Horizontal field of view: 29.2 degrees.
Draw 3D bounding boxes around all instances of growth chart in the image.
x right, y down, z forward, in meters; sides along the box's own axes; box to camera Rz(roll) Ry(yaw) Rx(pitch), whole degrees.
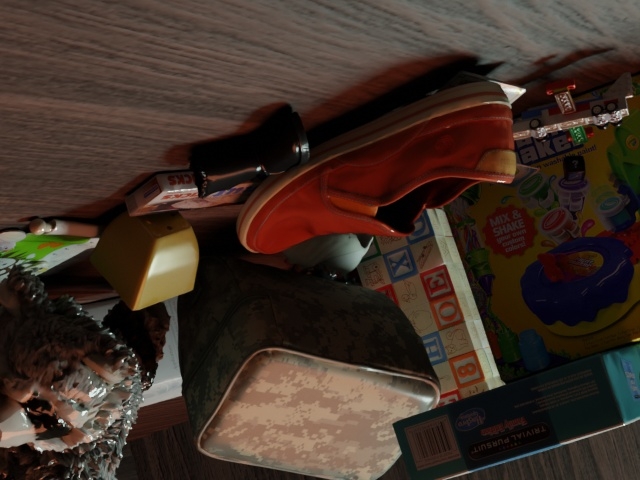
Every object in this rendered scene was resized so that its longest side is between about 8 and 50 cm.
[{"bbox_3d":[-0.318,0.025,1.281,0.237,0.021,0.172,-25,166,33],"label":"growth chart"}]

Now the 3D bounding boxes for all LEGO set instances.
[{"bbox_3d":[0.196,-0.119,1.254,0.244,0.060,0.182,10,153,-24],"label":"LEGO set"}]

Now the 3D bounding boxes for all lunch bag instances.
[{"bbox_3d":[-0.026,0.144,1.572,0.305,0.256,0.212,15,124,-29],"label":"lunch bag"}]

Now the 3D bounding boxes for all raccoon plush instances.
[{"bbox_3d":[-0.270,0.096,1.368,0.216,0.446,0.299,22,126,-7],"label":"raccoon plush"}]

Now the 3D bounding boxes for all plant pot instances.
[{"bbox_3d":[-0.171,0.005,1.242,0.081,0.081,0.083,-20,145,-41],"label":"plant pot"}]

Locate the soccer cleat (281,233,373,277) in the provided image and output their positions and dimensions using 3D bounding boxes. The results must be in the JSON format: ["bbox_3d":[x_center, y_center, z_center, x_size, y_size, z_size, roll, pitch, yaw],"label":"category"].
[{"bbox_3d":[0.000,0.000,1.584,0.076,0.068,0.196,-50,153,14],"label":"soccer cleat"}]

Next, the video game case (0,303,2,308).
[{"bbox_3d":[-0.434,0.111,1.396,0.196,0.026,0.274,-16,169,-7],"label":"video game case"}]

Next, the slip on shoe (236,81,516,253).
[{"bbox_3d":[0.047,-0.046,1.191,0.331,0.101,0.123,-24,166,34],"label":"slip on shoe"}]

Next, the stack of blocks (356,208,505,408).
[{"bbox_3d":[0.135,0.120,1.753,0.171,0.297,0.087,-21,171,21],"label":"stack of blocks"}]

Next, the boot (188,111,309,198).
[{"bbox_3d":[-0.066,-0.075,1.112,0.099,0.045,0.121,-16,174,-12],"label":"boot"}]

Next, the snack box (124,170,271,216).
[{"bbox_3d":[-0.103,-0.052,1.224,0.178,0.022,0.064,-8,164,-42],"label":"snack box"}]

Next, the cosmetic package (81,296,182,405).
[{"bbox_3d":[-0.281,0.167,1.757,0.225,0.138,0.224,-11,167,-27],"label":"cosmetic package"}]

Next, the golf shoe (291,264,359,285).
[{"bbox_3d":[-0.015,0.072,1.870,0.094,0.077,0.198,-21,168,20],"label":"golf shoe"}]

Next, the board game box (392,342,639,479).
[{"bbox_3d":[0.278,0.190,1.412,0.254,0.079,0.336,-24,168,30],"label":"board game box"}]

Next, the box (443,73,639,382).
[{"bbox_3d":[0.307,-0.009,1.419,0.290,0.279,0.177,-20,169,9],"label":"box"}]

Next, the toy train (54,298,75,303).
[{"bbox_3d":[-0.376,0.098,1.549,0.158,0.027,0.036,-11,157,-30],"label":"toy train"}]

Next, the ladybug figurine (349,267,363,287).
[{"bbox_3d":[0.085,0.138,2.008,0.449,0.162,0.305,-20,-164,-2],"label":"ladybug figurine"}]
